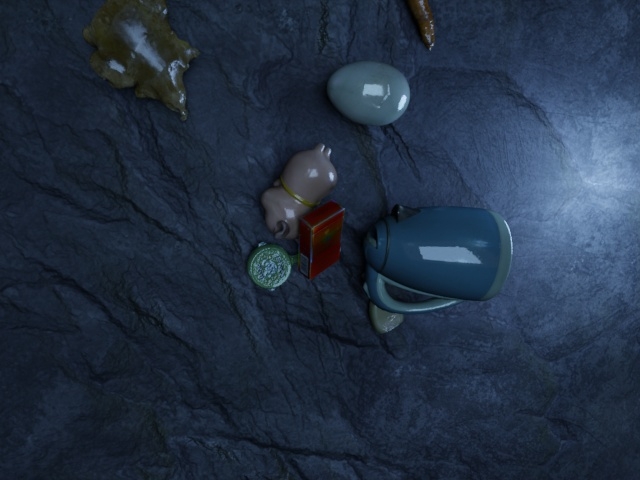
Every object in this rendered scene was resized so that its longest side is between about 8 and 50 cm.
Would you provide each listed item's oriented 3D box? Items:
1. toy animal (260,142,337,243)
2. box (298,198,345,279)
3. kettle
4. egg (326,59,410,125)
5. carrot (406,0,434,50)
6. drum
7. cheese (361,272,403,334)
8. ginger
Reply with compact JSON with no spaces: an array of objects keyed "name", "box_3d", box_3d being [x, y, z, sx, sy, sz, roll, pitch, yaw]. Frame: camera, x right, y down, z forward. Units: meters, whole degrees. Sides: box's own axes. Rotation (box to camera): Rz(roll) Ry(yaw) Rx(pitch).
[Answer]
[{"name":"toy animal","box_3d":[-0.047,-0.119,1.067,0.165,0.149,0.248,14,102,-52]},{"name":"box","box_3d":[-0.001,-0.001,1.066,0.112,0.048,0.175,-32,143,-34]},{"name":"kettle","box_3d":[0.274,0.061,1.166,0.341,0.247,0.320,4,110,-9]},{"name":"egg","box_3d":[0.116,-0.359,1.074,0.209,0.151,0.151,5,99,-16]},{"name":"carrot","box_3d":[0.245,-0.608,1.118,0.059,0.059,0.248,-31,110,-8]},{"name":"drum","box_3d":[-0.076,0.032,1.149,0.253,0.049,0.130,-30,108,-14]},{"name":"cheese","box_3d":[0.166,0.171,1.248,0.097,0.037,0.192,-29,107,-10]},{"name":"ginger","box_3d":[-0.370,-0.384,0.945,0.218,0.123,0.270,-27,106,-12]}]
